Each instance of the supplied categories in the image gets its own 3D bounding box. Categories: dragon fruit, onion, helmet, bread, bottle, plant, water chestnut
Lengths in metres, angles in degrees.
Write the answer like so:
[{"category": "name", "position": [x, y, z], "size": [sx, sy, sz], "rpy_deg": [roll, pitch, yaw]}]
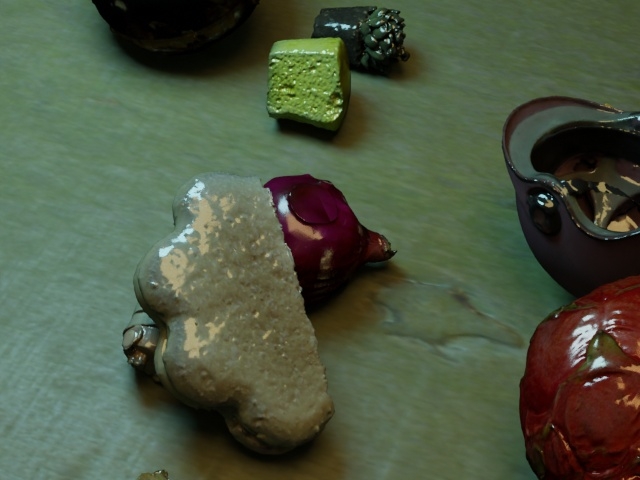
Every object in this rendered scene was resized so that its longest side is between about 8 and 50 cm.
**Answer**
[{"category": "dragon fruit", "position": [0.352, 0.177, 1.511], "size": [0.278, 0.277, 0.342], "rpy_deg": [9, 52, 4]}, {"category": "onion", "position": [0.001, -0.010, 1.746], "size": [0.198, 0.135, 0.173], "rpy_deg": [-4, 52, -9]}, {"category": "helmet", "position": [0.375, -0.027, 1.744], "size": [0.338, 0.197, 0.271], "rpy_deg": [27, 43, 31]}, {"category": "bread", "position": [-0.011, -0.221, 1.946], "size": [0.114, 0.129, 0.111], "rpy_deg": [5, 11, 7]}, {"category": "bread", "position": [-0.112, 0.086, 1.597], "size": [0.183, 0.102, 0.337], "rpy_deg": [-11, 75, -25]}, {"category": "bottle", "position": [-0.181, 0.100, 1.670], "size": [0.099, 0.099, 0.152], "rpy_deg": [15, 58, 10]}, {"category": "plant", "position": [0.062, -0.296, 2.039], "size": [0.143, 0.094, 0.092], "rpy_deg": [7, 33, 18]}, {"category": "water chestnut", "position": [-0.193, -0.400, 2.022], "size": [0.300, 0.300, 0.300], "rpy_deg": [2, 48, -2]}]

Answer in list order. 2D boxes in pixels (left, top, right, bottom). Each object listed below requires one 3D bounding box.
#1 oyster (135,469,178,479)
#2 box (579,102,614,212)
[{"category": "oyster", "position": [-0.185, 0.333, 1.464], "size": [0.260, 0.092, 0.198], "rpy_deg": [12, 53, 3]}, {"category": "box", "position": [0.374, -0.110, 1.902], "size": [0.087, 0.023, 0.155], "rpy_deg": [37, 75, 29]}]
